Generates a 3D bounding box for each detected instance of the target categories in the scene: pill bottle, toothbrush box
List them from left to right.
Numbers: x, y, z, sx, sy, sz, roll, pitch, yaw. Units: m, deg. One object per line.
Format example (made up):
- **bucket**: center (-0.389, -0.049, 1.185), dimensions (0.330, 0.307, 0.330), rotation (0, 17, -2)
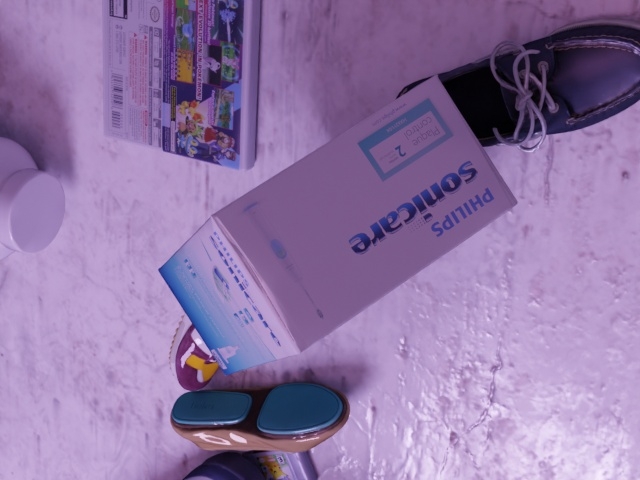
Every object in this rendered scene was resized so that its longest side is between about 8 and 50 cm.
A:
- **pill bottle**: center (-0.420, -0.058, 1.402), dimensions (0.264, 0.146, 0.146), rotation (14, 115, 27)
- **toothbrush box**: center (0.000, 0.000, 1.050), dimensions (0.126, 0.216, 0.295), rotation (57, 163, -1)

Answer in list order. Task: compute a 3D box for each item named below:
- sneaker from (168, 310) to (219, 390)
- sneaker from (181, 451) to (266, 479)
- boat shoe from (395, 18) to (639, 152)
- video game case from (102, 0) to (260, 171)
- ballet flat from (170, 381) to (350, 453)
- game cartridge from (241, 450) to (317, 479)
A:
- **sneaker**: center (-0.102, 0.098, 1.318), dimensions (0.084, 0.069, 0.185), rotation (32, 123, 23)
- **sneaker**: center (-0.176, 0.360, 1.424), dimensions (0.112, 0.131, 0.319), rotation (48, 127, 7)
- **boat shoe**: center (0.167, -0.126, 1.060), dimensions (0.254, 0.079, 0.095), rotation (-6, 107, 33)
- **video game case**: center (-0.144, -0.185, 1.262), dimensions (0.183, 0.023, 0.201), rotation (15, 115, 26)
- **ballet flat**: center (-0.056, 0.196, 1.340), dimensions (0.232, 0.080, 0.073), rotation (-2, 135, 34)
- **game cartridge**: center (-0.045, 0.256, 1.379), dimensions (0.083, 0.017, 0.056), rotation (-17, 103, 35)
